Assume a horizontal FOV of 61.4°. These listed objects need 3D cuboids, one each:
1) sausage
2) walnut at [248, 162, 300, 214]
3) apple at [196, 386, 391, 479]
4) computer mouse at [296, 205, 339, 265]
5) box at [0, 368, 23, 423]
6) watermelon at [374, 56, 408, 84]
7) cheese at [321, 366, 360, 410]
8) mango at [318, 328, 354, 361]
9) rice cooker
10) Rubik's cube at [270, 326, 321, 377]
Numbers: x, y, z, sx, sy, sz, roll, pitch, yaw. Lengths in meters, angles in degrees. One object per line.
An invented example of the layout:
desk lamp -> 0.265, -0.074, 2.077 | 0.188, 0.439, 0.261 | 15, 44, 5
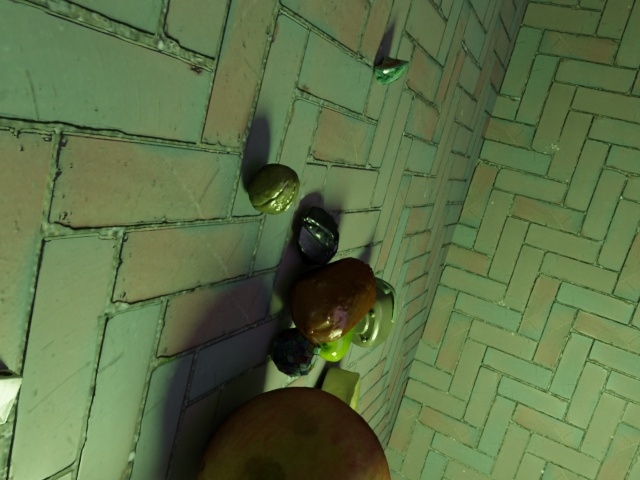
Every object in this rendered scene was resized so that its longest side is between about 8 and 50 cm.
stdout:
sausage -> 0.027, 0.125, 1.183 | 0.268, 0.153, 0.141 | -28, 99, -61
walnut -> -0.076, -0.084, 0.876 | 0.092, 0.092, 0.092 | -49, 149, -42
apple -> -0.054, 0.469, 1.022 | 0.364, 0.364, 0.364 | -49, 149, -42
computer mouse -> 0.000, 0.000, 1.145 | 0.105, 0.062, 0.192 | -64, 158, -15
box -> -0.344, 0.157, 0.531 | 0.054, 0.024, 0.083 | -67, 159, -2
watermelon -> 0.147, -0.386, 1.203 | 0.085, 0.085, 0.061 | 31, 39, -67
cheese -> 0.024, 0.603, 1.557 | 0.384, 0.104, 0.383 | 11, 90, -79
mango -> 0.039, 0.238, 1.413 | 0.117, 0.089, 0.163 | 70, 32, -46
rice cooker -> 0.140, 0.207, 1.535 | 0.127, 0.145, 0.206 | -21, 125, -49
Rubik's cube -> -0.054, 0.243, 1.179 | 0.111, 0.093, 0.111 | -48, 150, -40
